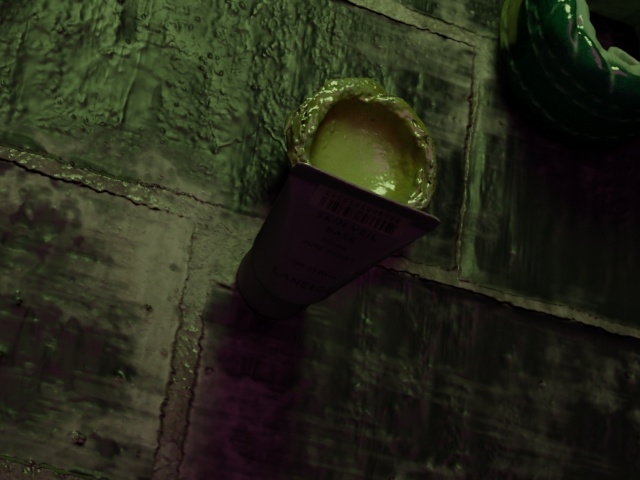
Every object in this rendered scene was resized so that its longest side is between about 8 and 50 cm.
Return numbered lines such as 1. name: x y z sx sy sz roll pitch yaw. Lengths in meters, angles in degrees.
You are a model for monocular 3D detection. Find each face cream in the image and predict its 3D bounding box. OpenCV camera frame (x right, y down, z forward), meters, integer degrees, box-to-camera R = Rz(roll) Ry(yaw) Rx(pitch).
1. face cream: 0.000 0.000 1.423 0.154 0.274 0.096 24 62 -12

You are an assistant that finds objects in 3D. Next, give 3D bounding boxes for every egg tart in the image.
1. egg tart: 0.040 -0.088 1.591 0.197 0.078 0.197 8 69 -21

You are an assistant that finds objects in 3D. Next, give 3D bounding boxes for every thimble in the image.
1. thimble: 0.374 -0.262 1.756 0.288 0.167 0.254 -14 76 -27
